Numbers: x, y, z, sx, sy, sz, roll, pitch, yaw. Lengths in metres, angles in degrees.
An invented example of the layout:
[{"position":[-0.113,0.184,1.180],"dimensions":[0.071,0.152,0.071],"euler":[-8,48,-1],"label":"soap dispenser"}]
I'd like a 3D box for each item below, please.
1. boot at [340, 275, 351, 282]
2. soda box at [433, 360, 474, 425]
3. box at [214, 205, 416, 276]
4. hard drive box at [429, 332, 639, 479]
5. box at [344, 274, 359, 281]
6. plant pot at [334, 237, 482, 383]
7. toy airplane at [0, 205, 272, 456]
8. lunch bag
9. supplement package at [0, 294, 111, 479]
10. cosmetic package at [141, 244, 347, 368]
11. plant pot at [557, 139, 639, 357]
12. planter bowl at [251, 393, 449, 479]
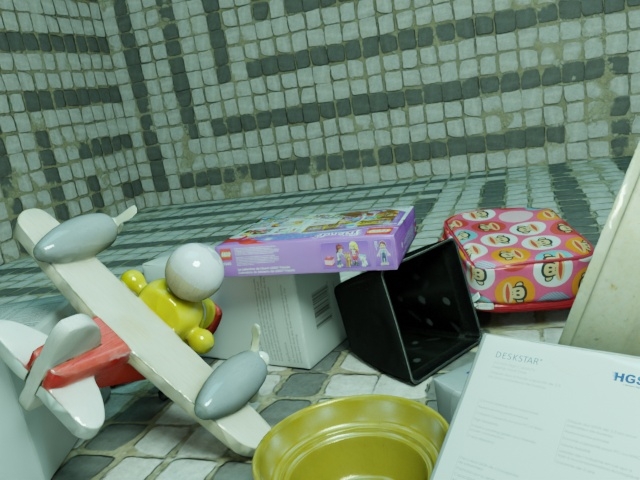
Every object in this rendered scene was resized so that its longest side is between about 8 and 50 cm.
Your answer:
[{"position":[-0.007,0.126,1.305],"dimensions":[0.086,0.069,0.190],"euler":[-9,4,34],"label":"boot"},{"position":[0.252,0.223,0.656],"dimensions":[0.098,0.091,0.286],"euler":[-16,15,-23],"label":"soda box"},{"position":[0.000,0.000,0.995],"dimensions":[0.294,0.057,0.201],"euler":[-3,14,19],"label":"box"},{"position":[0.196,0.209,0.498],"dimensions":[0.181,0.089,0.232],"euler":[3,57,45],"label":"hard drive box"},{"position":[0.099,0.112,1.270],"dimensions":[0.083,0.062,0.052],"euler":[4,20,44],"label":"box"},{"position":[0.135,0.117,1.018],"dimensions":[0.188,0.188,0.167],"euler":[-21,6,-38],"label":"plant pot"},{"position":[-0.253,0.112,0.854],"dimensions":[0.272,0.386,0.384],"euler":[-50,32,4],"label":"toy airplane"},{"position":[0.342,0.027,1.125],"dimensions":[0.258,0.120,0.293],"euler":[-5,21,3],"label":"lunch bag"},{"position":[-0.480,0.225,0.910],"dimensions":[0.198,0.199,0.262],"euler":[-9,14,3],"label":"supplement package"},{"position":[-0.149,0.115,1.151],"dimensions":[0.366,0.196,0.155],"euler":[1,17,32],"label":"cosmetic package"},{"position":[0.467,0.067,0.674],"dimensions":[0.306,0.333,0.334],"euler":[22,27,24],"label":"plant pot"},{"position":[0.040,0.260,0.647],"dimensions":[0.217,0.090,0.217],"euler":[-9,13,2],"label":"planter bowl"}]
